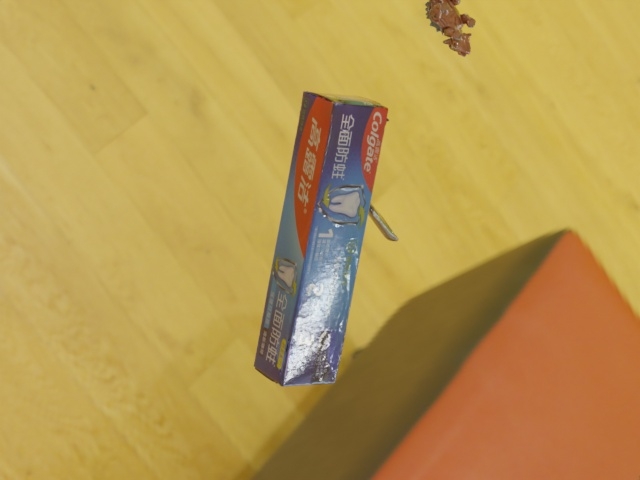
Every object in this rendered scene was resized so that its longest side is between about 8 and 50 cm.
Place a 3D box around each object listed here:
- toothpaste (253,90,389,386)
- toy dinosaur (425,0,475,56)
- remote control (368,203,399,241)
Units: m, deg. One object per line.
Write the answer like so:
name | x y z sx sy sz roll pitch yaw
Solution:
toothpaste | -0.001 0.000 1.491 0.076 0.066 0.320 2 105 -36
toy dinosaur | 0.163 -0.307 1.802 0.049 0.055 0.154 -40 116 -18
remote control | 0.070 -0.029 1.718 0.039 0.014 0.096 59 6 34
